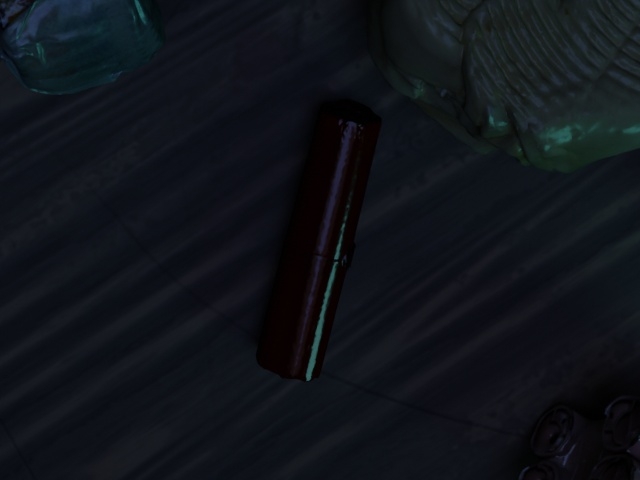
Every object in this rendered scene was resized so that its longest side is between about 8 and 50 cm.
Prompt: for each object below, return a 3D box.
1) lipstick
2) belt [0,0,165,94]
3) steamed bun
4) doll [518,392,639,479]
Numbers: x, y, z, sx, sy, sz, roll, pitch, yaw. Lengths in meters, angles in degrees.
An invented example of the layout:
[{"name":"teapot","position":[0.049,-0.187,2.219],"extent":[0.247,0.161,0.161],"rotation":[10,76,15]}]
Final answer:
[{"name":"lipstick","position":[-0.001,0.000,1.793],"extent":[0.073,0.073,0.280],"rotation":[10,107,-12]},{"name":"belt","position":[-0.242,-0.256,1.598],"extent":[0.150,0.207,0.258],"rotation":[-26,93,1]},{"name":"steamed bun","position":[0.184,-0.202,1.689],"extent":[0.289,0.203,0.276],"rotation":[10,81,-14]},{"name":"doll","position":[0.374,0.278,1.883],"extent":[0.268,0.216,0.284],"rotation":[37,62,-27]}]
